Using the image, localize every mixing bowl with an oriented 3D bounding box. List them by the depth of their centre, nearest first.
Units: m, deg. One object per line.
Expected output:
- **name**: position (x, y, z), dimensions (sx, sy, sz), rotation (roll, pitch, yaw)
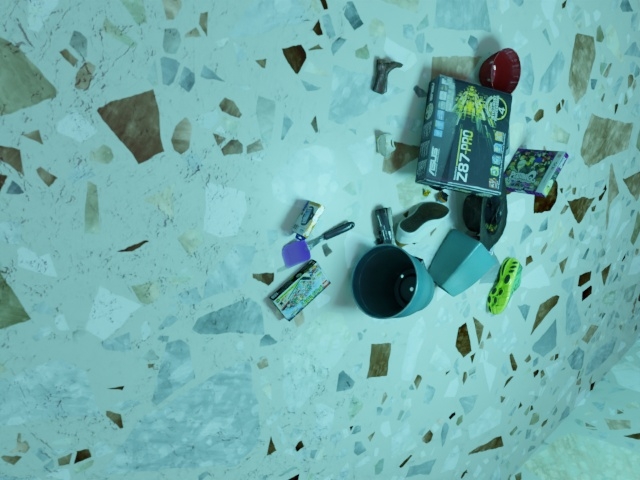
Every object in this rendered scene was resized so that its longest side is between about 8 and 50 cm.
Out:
- **mixing bowl**: position (0.700, -0.665, 1.770), dimensions (0.182, 0.098, 0.181), rotation (-10, 109, -31)

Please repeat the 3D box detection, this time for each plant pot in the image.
- **plant pot**: position (0.296, 0.167, 1.675), dimensions (0.255, 0.272, 0.271), rotation (18, 94, -51)
- **plant pot**: position (0.583, 0.107, 1.896), dimensions (0.234, 0.166, 0.165), rotation (-50, 125, 1)

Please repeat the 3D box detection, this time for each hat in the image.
- **hat**: position (0.689, -0.125, 1.896), dimensions (0.332, 0.134, 0.330), rotation (-18, 114, -45)

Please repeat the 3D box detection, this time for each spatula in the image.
- **spatula**: position (0.000, 0.000, 1.557), dimensions (0.297, 0.030, 0.084), rotation (-28, 116, -23)

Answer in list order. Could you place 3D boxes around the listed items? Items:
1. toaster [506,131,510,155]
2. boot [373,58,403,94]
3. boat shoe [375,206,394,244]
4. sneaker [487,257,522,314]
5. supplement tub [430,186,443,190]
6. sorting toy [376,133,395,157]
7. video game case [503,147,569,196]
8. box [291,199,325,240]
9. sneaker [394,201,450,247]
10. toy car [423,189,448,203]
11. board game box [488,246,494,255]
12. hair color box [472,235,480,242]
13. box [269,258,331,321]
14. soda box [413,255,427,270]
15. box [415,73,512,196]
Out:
- **toaster**: position (0.681, -0.405, 1.830), dimensions (0.168, 0.110, 0.185), rotation (-22, 115, -25)
- **boot**: position (0.233, -0.560, 1.536), dimensions (0.107, 0.037, 0.114), rotation (-1, 102, -19)
- **boat shoe**: position (0.248, -0.033, 1.704), dimensions (0.065, 0.075, 0.205), rotation (-3, 119, 12)
- **sneaker**: position (0.921, 0.235, 2.178), dimensions (0.124, 0.109, 0.295), rotation (24, 90, -32)
- **supplement tub**: position (0.499, -0.295, 1.747), dimensions (0.198, 0.106, 0.106), rotation (-48, 124, -12)
- **sorting toy**: position (0.244, -0.349, 1.607), dimensions (0.075, 0.045, 0.083), rotation (-21, 115, -34)
- **video game case**: position (0.922, -0.301, 1.943), dimensions (0.042, 0.232, 0.210), rotation (35, 85, -34)
- **box**: position (-0.046, -0.065, 1.476), dimensions (0.028, 0.081, 0.136), rotation (35, 84, -35)
- **sneaker**: position (0.396, -0.062, 1.775), dimensions (0.290, 0.106, 0.123), rotation (-26, 147, -31)
- **toy car**: position (0.467, -0.186, 1.813), dimensions (0.122, 0.060, 0.040), rotation (21, 137, -19)
- **board game box**: position (0.788, 0.032, 2.049), dimensions (0.103, 0.026, 0.153), rotation (-9, 112, -67)
- **hair color box**: position (0.718, 0.053, 2.032), dimensions (0.072, 0.043, 0.141), rotation (4, 101, -34)
- **box**: position (-0.068, 0.175, 1.561), dimensions (0.207, 0.036, 0.114), rotation (-42, 123, -16)
- **soda box**: position (0.413, 0.149, 1.852), dimensions (0.053, 0.060, 0.168), rotation (-35, 120, -21)
- **box**: position (0.536, -0.380, 1.655), dimensions (0.319, 0.097, 0.394), rotation (10, 87, -13)
